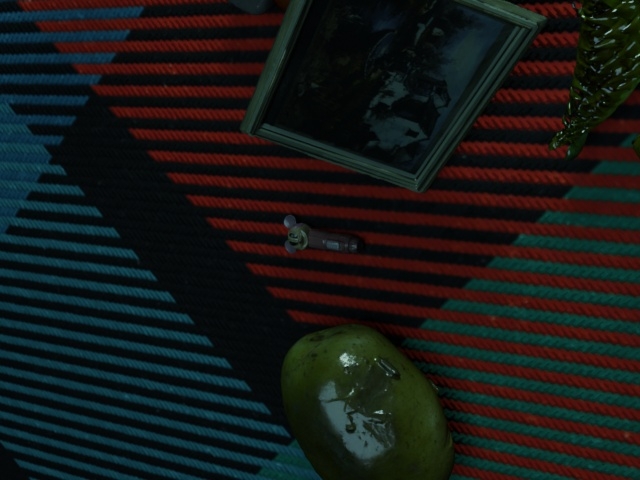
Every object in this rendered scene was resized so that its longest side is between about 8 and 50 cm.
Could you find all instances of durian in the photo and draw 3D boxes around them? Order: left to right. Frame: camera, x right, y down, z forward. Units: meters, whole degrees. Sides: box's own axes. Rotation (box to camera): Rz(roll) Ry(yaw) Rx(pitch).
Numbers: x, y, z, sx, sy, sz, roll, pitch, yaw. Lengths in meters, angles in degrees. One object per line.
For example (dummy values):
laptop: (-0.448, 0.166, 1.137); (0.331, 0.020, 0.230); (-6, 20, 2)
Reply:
durian: (0.295, -0.238, 0.870); (0.106, 0.132, 0.375); (32, 126, 33)

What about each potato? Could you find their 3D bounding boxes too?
potato: (0.053, 0.216, 1.158); (0.197, 0.148, 0.228); (-15, 96, 19)

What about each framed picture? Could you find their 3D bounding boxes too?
framed picture: (0.059, -0.160, 0.971); (0.232, 0.019, 0.296); (18, 144, -9)

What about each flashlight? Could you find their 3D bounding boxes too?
flashlight: (0.000, 0.000, 1.182); (0.110, 0.031, 0.052); (9, 110, 28)

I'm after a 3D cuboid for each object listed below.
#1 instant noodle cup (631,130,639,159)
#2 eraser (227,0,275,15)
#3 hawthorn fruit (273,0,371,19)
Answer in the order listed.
instant noodle cup: (0.381, -0.073, 0.838); (0.205, 0.205, 0.153); (-44, 74, 34)
eraser: (-0.029, -0.421, 1.040); (0.089, 0.061, 0.352); (33, 121, 16)
hawthorn fruit: (0.015, -0.301, 0.982); (0.225, 0.196, 0.196); (-7, 103, 38)
